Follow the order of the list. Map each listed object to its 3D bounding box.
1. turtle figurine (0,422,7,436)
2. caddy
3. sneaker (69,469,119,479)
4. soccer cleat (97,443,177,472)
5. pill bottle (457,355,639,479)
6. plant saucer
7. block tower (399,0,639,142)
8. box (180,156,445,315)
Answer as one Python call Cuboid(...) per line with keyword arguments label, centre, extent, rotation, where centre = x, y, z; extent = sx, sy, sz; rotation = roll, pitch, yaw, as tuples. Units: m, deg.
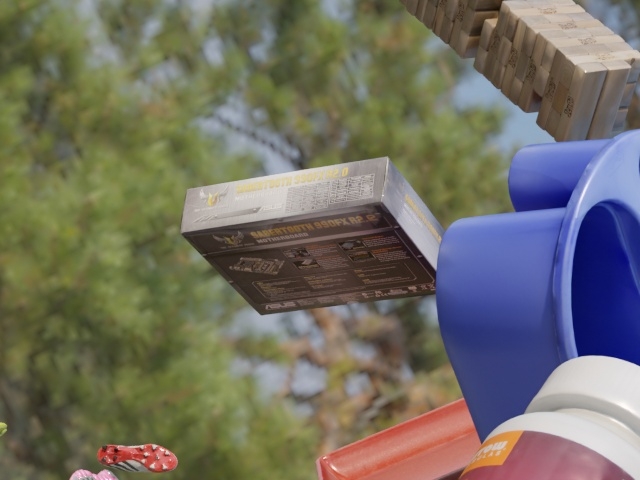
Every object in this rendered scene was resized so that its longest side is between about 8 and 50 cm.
Cuboid(label="turtle figurine", centre=(-0.320, 0.268, 1.703), extent=(0.269, 0.087, 0.217), rotation=(36, 50, -63))
Cuboid(label="caddy", centre=(0.242, 0.072, 1.533), extent=(0.179, 0.241, 0.341), rotation=(5, -52, 40))
Cuboid(label="sneaker", centre=(-0.265, 0.294, 2.185), extent=(0.047, 0.057, 0.119), rotation=(48, 8, 18))
Cuboid(label="soccer cleat", centre=(-0.186, 0.223, 1.954), extent=(0.035, 0.083, 0.029), rotation=(82, 12, -69))
Cuboid(label="pill bottle", centre=(0.118, 0.170, 1.024), extent=(0.121, 0.221, 0.121), rotation=(23, -40, 20))
Cuboid(label="plant saucer", centre=(0.126, 0.214, 1.871), extent=(0.259, 0.258, 0.047), rotation=(-110, 178, -82))
Cuboid(label="block tower", centre=(0.203, -0.220, 1.996), extent=(0.335, 0.091, 0.097), rotation=(50, -43, 43))
Cuboid(label="box", centre=(0.000, 0.000, 1.952), extent=(0.183, 0.231, 0.056), rotation=(49, 40, -48))
